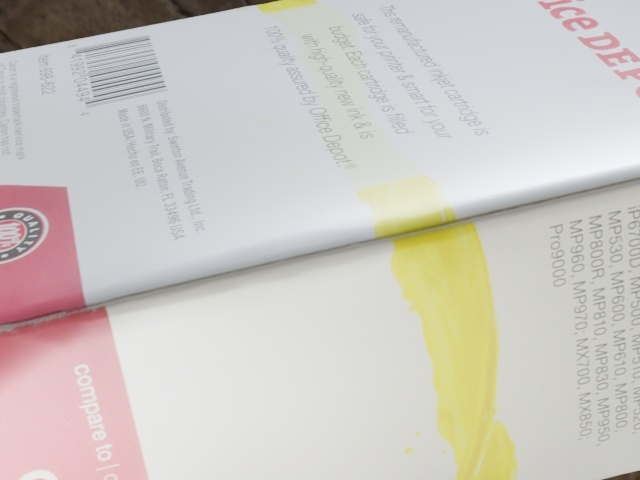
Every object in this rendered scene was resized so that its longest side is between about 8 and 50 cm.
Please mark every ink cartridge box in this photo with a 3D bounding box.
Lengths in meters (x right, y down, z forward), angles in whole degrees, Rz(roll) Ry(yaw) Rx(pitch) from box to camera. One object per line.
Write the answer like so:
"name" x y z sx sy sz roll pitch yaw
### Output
"ink cartridge box" 0.000 0.000 0.694 0.384 0.160 0.279 -13 30 -6
